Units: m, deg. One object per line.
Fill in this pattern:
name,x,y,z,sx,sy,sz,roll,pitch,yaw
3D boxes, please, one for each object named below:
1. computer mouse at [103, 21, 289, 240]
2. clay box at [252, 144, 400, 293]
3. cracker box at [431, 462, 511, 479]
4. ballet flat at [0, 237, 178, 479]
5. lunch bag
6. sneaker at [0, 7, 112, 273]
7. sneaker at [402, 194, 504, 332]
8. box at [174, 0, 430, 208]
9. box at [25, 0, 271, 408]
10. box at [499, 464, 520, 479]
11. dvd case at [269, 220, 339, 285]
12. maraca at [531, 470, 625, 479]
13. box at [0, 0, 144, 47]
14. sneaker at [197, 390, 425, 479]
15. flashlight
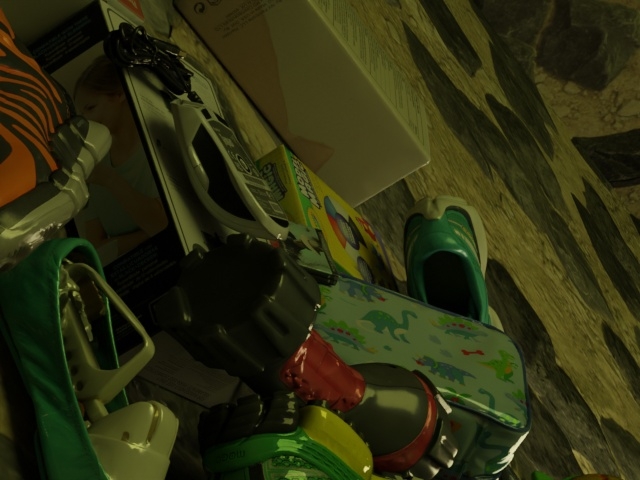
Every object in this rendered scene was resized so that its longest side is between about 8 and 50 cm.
computer mouse,-0.090,-0.071,1.297,0.193,0.042,0.106,58,12,16
clay box,0.000,0.000,1.715,0.222,0.053,0.127,42,24,-48
cracker box,0.122,0.213,1.634,0.155,0.067,0.232,52,17,-29
ballet flat,-0.137,0.100,1.084,0.083,0.087,0.247,30,33,-59
lunch bag,0.071,0.115,1.514,0.219,0.090,0.176,20,28,-11
sneaker,-0.235,-0.071,1.080,0.180,0.125,0.321,51,7,-13
sneaker,0.129,0.092,1.756,0.110,0.107,0.275,-85,162,-65
box,-0.015,-0.198,1.893,0.311,0.121,0.148,51,18,-25
box,-0.121,-0.026,1.350,0.169,0.087,0.290,33,31,-56
box,0.177,0.243,1.595,0.083,0.018,0.067,54,18,-27
dvd case,-0.047,0.000,1.525,0.119,0.013,0.087,17,24,-19
maraca,0.310,0.318,2.001,0.186,0.099,0.127,17,36,-28
box,-0.229,-0.240,1.398,0.130,0.091,0.170,36,28,-54
sneaker,0.014,0.240,1.265,0.343,0.134,0.146,40,43,-47
flashlight,0.005,0.092,1.251,0.103,0.103,0.304,-64,147,-18
